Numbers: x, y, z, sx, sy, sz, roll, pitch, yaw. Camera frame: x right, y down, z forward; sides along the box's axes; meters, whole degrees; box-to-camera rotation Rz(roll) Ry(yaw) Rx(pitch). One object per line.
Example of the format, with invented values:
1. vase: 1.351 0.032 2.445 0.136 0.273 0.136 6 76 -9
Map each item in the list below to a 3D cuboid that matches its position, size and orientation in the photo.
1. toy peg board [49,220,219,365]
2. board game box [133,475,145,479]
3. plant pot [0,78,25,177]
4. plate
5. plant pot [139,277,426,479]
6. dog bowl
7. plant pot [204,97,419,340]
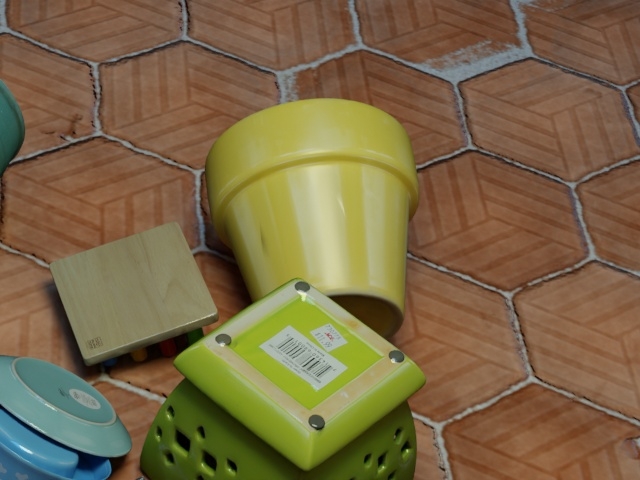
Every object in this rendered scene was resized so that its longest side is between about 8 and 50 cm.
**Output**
1. toy peg board: -0.214 0.080 2.098 0.161 0.079 0.161 -19 48 -9
2. board game box: -0.234 0.347 1.796 0.194 0.060 0.194 -12 47 -23
3. plant pot: -0.512 -0.073 2.060 0.272 0.271 0.255 16 55 4
4. plate: -0.280 0.170 1.931 0.188 0.024 0.188 30 10 -6
5. plant pot: -0.032 0.187 1.910 0.228 0.207 0.227 37 47 24
6. dog bowl: -0.355 0.193 1.882 0.297 0.074 0.166 37 12 25
7. plant pot: 0.000 0.000 2.115 0.254 0.254 0.239 -1 59 -13
